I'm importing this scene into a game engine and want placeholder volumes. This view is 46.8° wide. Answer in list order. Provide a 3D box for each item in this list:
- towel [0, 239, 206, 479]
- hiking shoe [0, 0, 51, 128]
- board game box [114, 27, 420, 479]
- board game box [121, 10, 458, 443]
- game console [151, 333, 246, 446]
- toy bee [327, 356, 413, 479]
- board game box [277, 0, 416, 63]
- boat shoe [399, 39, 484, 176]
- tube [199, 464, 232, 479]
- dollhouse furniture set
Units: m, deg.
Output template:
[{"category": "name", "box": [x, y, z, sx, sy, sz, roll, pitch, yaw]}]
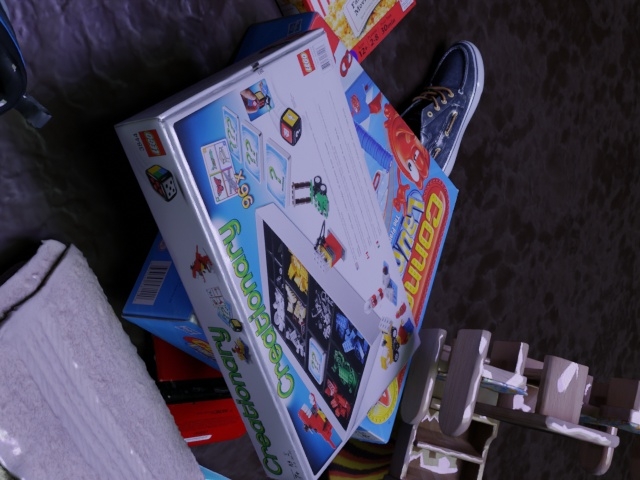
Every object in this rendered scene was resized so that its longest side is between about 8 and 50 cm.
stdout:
[{"category": "towel", "box": [-0.169, 0.150, 0.548, 0.187, 0.049, 0.282, -74, 143, -63]}, {"category": "hiking shoe", "box": [-0.284, -0.149, 0.365, 0.304, 0.132, 0.113, 15, 109, -47]}, {"category": "board game box", "box": [-0.019, 0.011, 0.585, 0.193, 0.053, 0.305, -41, 121, -44]}, {"category": "board game box", "box": [0.000, 0.000, 0.721, 0.302, 0.086, 0.308, 41, 60, -43]}, {"category": "game console", "box": [-0.119, 0.132, 0.723, 0.144, 0.085, 0.124, 7, 126, -47]}, {"category": "toy bee", "box": [0.122, 0.222, 0.933, 0.298, 0.162, 0.195, -5, 133, -32]}, {"category": "board game box", "box": [0.011, -0.280, 0.734, 0.147, 0.045, 0.194, -51, 132, -26]}, {"category": "boat shoe", "box": [0.139, -0.161, 0.887, 0.083, 0.065, 0.184, 15, 89, -49]}, {"category": "tube", "box": [-0.161, 0.311, 0.701, 0.080, 0.052, 0.207, 42, 65, -37]}, {"category": "dollhouse furniture set", "box": [0.174, 0.192, 0.722, 0.212, 0.242, 0.161, 19, 78, -15]}]
